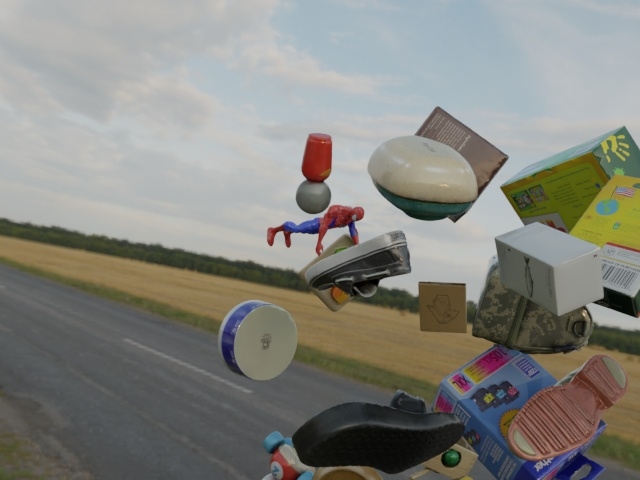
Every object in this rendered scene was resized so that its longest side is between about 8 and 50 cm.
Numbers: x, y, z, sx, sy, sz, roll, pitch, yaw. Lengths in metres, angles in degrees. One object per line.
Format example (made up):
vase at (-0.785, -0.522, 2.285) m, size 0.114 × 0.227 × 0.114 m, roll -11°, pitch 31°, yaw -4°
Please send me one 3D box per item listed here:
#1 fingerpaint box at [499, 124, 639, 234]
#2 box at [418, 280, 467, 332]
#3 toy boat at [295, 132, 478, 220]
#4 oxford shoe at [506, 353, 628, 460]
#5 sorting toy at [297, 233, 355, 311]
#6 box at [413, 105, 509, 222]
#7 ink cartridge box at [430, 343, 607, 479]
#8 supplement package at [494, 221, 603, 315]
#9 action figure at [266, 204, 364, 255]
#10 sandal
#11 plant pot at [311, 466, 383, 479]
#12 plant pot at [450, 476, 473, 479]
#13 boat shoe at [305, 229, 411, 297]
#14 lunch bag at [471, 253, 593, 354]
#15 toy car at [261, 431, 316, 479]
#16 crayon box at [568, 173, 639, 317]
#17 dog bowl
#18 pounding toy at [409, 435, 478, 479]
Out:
fingerpaint box at (0.819, -0.099, 1.912) m, size 0.163 × 0.371 × 0.445 m, roll -34°, pitch 2°, yaw -19°
box at (0.429, 0.235, 2.195) m, size 0.165 × 0.201 × 0.021 m, roll 1°, pitch 28°, yaw 16°
toy boat at (0.116, -0.110, 1.150) m, size 0.318 × 0.148 × 0.267 m, roll 5°, pitch 22°, yaw -4°
oxford shoe at (0.560, 0.408, 1.458) m, size 0.397 × 0.140 × 0.146 m, roll -19°, pitch -26°, yaw -31°
sorting toy at (0.063, 0.106, 1.948) m, size 0.193 × 0.208 × 0.038 m, roll 48°, pitch 7°, yaw -24°
box at (0.296, -0.174, 1.474) m, size 0.203 × 0.167 × 0.168 m, roll 37°, pitch -4°, yaw 6°
ink cartridge box at (0.525, 0.475, 1.610) m, size 0.270 × 0.151 × 0.395 m, roll -26°, pitch 53°, yaw -26°
supplement package at (0.425, 0.048, 1.174) m, size 0.105 × 0.105 × 0.179 m, roll -18°, pitch 21°, yaw -14°
action figure at (0.000, 0.000, 1.449) m, size 0.091 × 0.139 × 0.280 m, roll 3°, pitch -17°, yaw -45°
sandal at (0.114, 0.309, 1.066) m, size 0.167 × 0.107 × 0.446 m, roll -39°, pitch -37°, yaw 17°
plant pot at (0.073, 0.714, 1.707) m, size 0.236 × 0.236 × 0.032 m, roll 9°, pitch -1°, yaw 20°
plant pot at (0.222, 0.546, 1.109) m, size 0.212 × 0.187 × 0.212 m, roll -11°, pitch 52°, yaw -39°
boat shoe at (0.075, 0.072, 1.290) m, size 0.108 × 0.102 × 0.301 m, roll -7°, pitch -13°, yaw -41°
lunch bag at (0.526, 0.168, 1.560) m, size 0.256 × 0.212 × 0.305 m, roll 15°, pitch 6°, yaw 14°
toy car at (-0.142, 0.814, 2.100) m, size 0.219 × 0.238 × 0.210 m, roll 41°, pitch -8°, yaw 33°
crayon box at (0.664, 0.000, 1.363) m, size 0.202 × 0.318 × 0.081 m, roll 23°, pitch -26°, yaw 48°
dog bowl at (-0.211, 0.340, 2.136) m, size 0.265 × 0.264 × 0.104 m, roll 15°, pitch -7°, yaw -38°
pounding toy at (0.248, 0.460, 1.343) m, size 0.130 × 0.100 × 0.141 m, roll 28°, pitch 4°, yaw -12°
